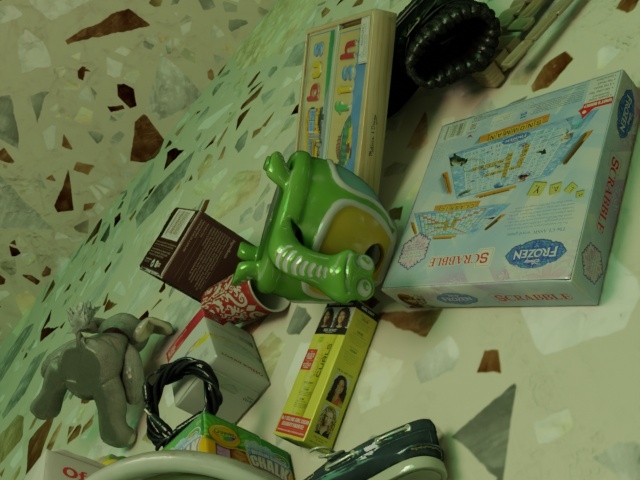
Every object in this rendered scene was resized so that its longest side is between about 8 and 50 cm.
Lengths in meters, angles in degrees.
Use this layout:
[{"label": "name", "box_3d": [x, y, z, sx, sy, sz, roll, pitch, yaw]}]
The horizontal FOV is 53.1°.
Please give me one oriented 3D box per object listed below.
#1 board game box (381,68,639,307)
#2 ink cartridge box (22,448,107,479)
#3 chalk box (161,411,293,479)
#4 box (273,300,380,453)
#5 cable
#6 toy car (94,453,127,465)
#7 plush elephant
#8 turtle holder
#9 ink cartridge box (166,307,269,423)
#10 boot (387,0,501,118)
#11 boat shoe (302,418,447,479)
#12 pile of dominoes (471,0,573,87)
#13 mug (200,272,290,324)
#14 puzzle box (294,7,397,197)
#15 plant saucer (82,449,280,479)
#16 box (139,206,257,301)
[{"label": "board game box", "box_3d": [0.262, -0.059, 0.907, 0.318, 0.066, 0.318, -8, 52, 53]}, {"label": "ink cartridge box", "box_3d": [-0.332, 0.532, 0.948, 0.160, 0.279, 0.385, -51, 28, 8]}, {"label": "chalk box", "box_3d": [-0.155, 0.388, 0.936, 0.180, 0.179, 0.289, -46, 30, 14]}, {"label": "box", "box_3d": [0.012, 0.208, 1.005, 0.087, 0.058, 0.232, -7, 54, 53]}, {"label": "cable", "box_3d": [-0.238, 0.275, 1.078, 0.184, 0.047, 0.151, -16, 62, 33]}, {"label": "toy car", "box_3d": [-0.463, 0.492, 1.308, 0.239, 0.053, 0.225, -44, -3, 8]}, {"label": "plush elephant", "box_3d": [-0.508, 0.282, 1.545, 0.271, 0.255, 0.330, 7, 99, 17]}, {"label": "turtle holder", "box_3d": [0.004, -0.017, 1.004, 0.320, 0.227, 0.243, 143, 144, -74]}, {"label": "ink cartridge box", "box_3d": [-0.198, 0.242, 1.212, 0.127, 0.128, 0.176, -51, 28, 7]}, {"label": "boot", "box_3d": [0.173, -0.323, 1.210, 0.348, 0.131, 0.260, -53, 23, 28]}, {"label": "boat shoe", "box_3d": [0.043, 0.301, 0.820, 0.254, 0.095, 0.079, -36, 35, 28]}, {"label": "pile of dominoes", "box_3d": [0.367, -0.379, 1.144, 0.251, 0.040, 0.196, -47, 22, 0]}, {"label": "mug", "box_3d": [-0.146, 0.107, 1.307, 0.169, 0.113, 0.150, -26, 6, 37]}, {"label": "puzzle box", "box_3d": [0.031, -0.220, 1.248, 0.272, 0.052, 0.409, 16, 102, 61]}, {"label": "plant saucer", "box_3d": [-0.119, 0.404, 0.706, 0.400, 0.400, 0.100, -46, -3, 15]}, {"label": "box", "box_3d": [-0.259, 0.048, 1.434, 0.168, 0.203, 0.167, 9, 67, 59]}]
